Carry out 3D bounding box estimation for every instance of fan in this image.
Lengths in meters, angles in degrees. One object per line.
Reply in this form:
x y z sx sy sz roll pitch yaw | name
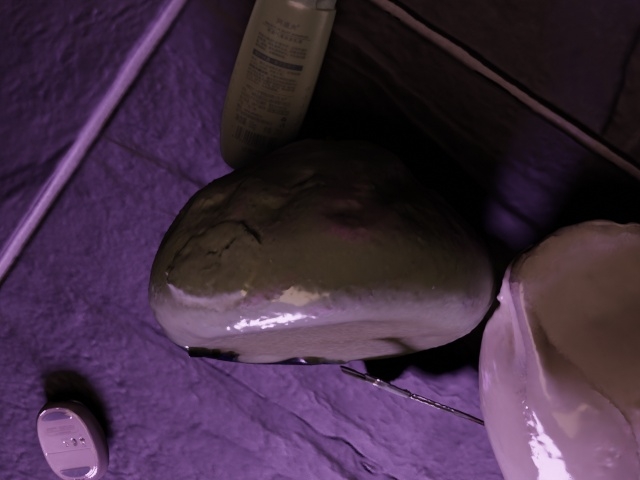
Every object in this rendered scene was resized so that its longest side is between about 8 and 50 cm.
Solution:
0.076 0.135 1.740 0.153 0.227 0.008 20 87 17 | fan

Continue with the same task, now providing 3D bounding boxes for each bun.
0.000 0.000 1.661 0.293 0.293 0.187 -10 79 21 | bun

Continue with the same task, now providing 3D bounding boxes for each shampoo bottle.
-0.035 -0.148 1.670 0.072 0.049 0.212 24 126 4 | shampoo bottle

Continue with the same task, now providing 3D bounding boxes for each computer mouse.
-0.243 0.196 1.958 0.066 0.039 0.096 -9 112 20 | computer mouse

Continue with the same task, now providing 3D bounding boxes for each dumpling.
0.266 0.124 1.704 0.260 0.181 0.341 -14 105 -6 | dumpling
